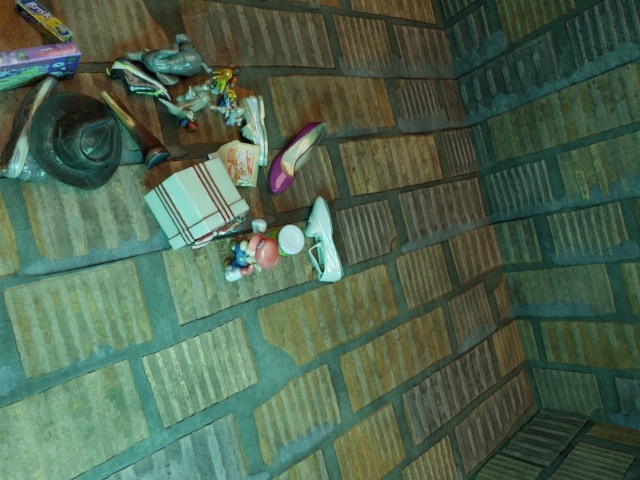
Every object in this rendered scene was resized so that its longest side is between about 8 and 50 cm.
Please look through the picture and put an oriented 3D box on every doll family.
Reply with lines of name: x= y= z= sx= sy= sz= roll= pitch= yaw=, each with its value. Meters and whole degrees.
doll family: x=-0.385 y=-0.598 z=1.694 sx=0.118 sy=0.163 sz=0.263 roll=-2 pitch=84 yaw=-36

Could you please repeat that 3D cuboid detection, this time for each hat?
hat: x=-0.740 y=-0.331 z=1.342 sx=0.331 sy=0.133 sz=0.332 roll=16 pitch=72 yaw=-59

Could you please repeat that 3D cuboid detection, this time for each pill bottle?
pill bottle: x=-0.170 y=0.008 z=1.726 sx=0.119 sy=0.208 sz=0.119 roll=7 pitch=78 yaw=-35

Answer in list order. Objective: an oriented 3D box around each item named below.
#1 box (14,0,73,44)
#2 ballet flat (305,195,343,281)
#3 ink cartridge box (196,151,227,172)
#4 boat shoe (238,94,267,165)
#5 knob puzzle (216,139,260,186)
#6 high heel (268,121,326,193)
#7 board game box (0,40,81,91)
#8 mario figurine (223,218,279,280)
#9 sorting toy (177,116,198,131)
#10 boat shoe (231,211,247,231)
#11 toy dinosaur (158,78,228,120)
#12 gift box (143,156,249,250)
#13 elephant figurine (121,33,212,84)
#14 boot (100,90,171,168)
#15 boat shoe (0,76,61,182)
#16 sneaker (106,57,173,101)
box: x=-0.922 y=-0.730 z=1.395 sx=0.169 sy=0.059 sz=0.054 roll=41 pitch=59 yaw=-24
ballet flat: x=0.000 y=0.000 z=1.912 sx=0.139 sy=0.139 sz=0.401 roll=-14 pitch=92 yaw=-36
ink cartridge box: x=-0.428 y=-0.286 z=1.642 sx=0.052 sy=0.122 sz=0.089 roll=-30 pitch=101 yaw=-39
boat shoe: x=-0.288 y=-0.466 z=1.790 sx=0.103 sy=0.113 sz=0.303 roll=-7 pitch=89 yaw=-15
knob puzzle: x=-0.356 y=-0.318 z=1.731 sx=0.212 sy=0.030 sz=0.214 roll=-3 pitch=100 yaw=-15
high heel: x=-0.104 y=-0.375 z=1.849 sx=0.127 sy=0.181 sz=0.378 roll=34 pitch=65 yaw=-27
board game box: x=-0.927 y=-0.516 z=1.267 sx=0.346 sy=0.208 sz=0.056 roll=-30 pitch=100 yaw=-34
mario figurine: x=-0.284 y=0.036 z=1.570 sx=0.170 sy=0.320 sz=0.198 roll=-18 pitch=93 yaw=-37
sorting toy: x=-0.532 y=-0.465 z=1.647 sx=0.102 sy=0.042 sz=0.061 roll=43 pitch=25 yaw=-12
boat shoe: x=-0.335 y=-0.093 z=1.729 sx=0.046 sy=0.038 sz=0.125 roll=38 pitch=63 yaw=-25
toy dinosaur: x=-0.497 y=-0.524 z=1.585 sx=0.295 sy=0.200 sz=0.127 roll=-37 pitch=126 yaw=-41
gift box: x=-0.447 y=-0.118 z=1.531 sx=0.255 sy=0.276 sz=0.258 roll=-38 pitch=102 yaw=-47
elephant figurine: x=-0.578 y=-0.667 z=1.570 sx=0.239 sy=0.185 sz=0.170 roll=-35 pitch=110 yaw=-40
boot: x=-0.631 y=-0.389 z=1.425 sx=0.096 sy=0.264 sz=0.281 roll=-34 pitch=112 yaw=-1
boat shoe: x=-0.893 y=-0.347 z=1.333 sx=0.130 sy=0.132 sz=0.356 roll=30 pitch=66 yaw=-52
sneaker: x=-0.671 y=-0.573 z=1.554 sx=0.234 sy=0.084 sz=0.097 roll=31 pitch=86 yaw=-25
